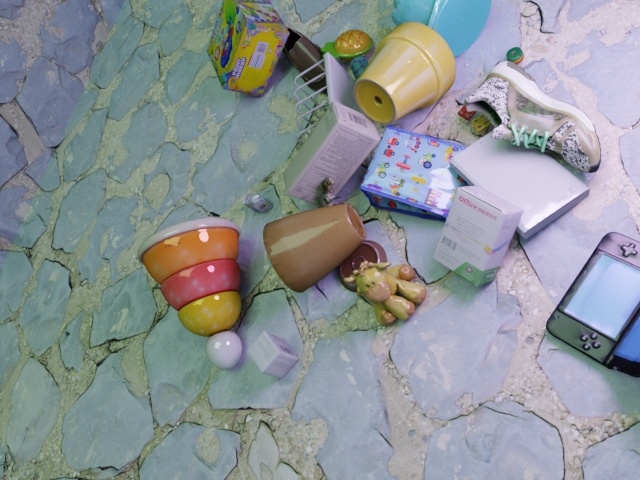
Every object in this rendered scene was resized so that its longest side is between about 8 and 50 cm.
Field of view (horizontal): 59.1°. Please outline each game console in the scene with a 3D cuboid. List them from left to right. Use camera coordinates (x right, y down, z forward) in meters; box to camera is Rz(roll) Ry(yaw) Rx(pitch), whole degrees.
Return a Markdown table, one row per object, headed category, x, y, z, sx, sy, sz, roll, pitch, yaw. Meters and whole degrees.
| category | x | y | z | sx | sy | sz | roll | pitch | yaw |
| --- | --- | --- | --- | --- | --- | --- | --- | --- | --- |
| game console | 0.659 | 0.122 | 1.224 | 0.250 | 0.173 | 0.293 | 34 | 89 | 39 |

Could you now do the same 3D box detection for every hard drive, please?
| category | x | y | z | sx | sy | sz | roll | pitch | yaw |
| --- | --- | --- | --- | --- | --- | --- | --- | --- | --- |
| hard drive | 0.519 | -0.169 | 1.499 | 0.203 | 0.040 | 0.307 | -34 | 55 | -3 |

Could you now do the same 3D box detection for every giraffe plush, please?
| category | x | y | z | sx | sy | sz | roll | pitch | yaw |
| --- | --- | --- | --- | --- | --- | --- | --- | --- | --- |
| giraffe plush | 0.164 | 0.119 | 1.539 | 0.210 | 0.170 | 0.181 | 42 | 95 | 29 |

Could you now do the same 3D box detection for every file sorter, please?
| category | x | y | z | sx | sy | sz | roll | pitch | yaw |
| --- | --- | --- | --- | --- | --- | --- | --- | --- | --- |
| file sorter | 0.024 | -0.437 | 1.885 | 0.173 | 0.193 | 0.277 | -23 | 54 | 29 |

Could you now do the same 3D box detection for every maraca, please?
| category | x | y | z | sx | sy | sz | roll | pitch | yaw |
| --- | --- | --- | --- | --- | --- | --- | --- | --- | --- |
| maraca | 0.094 | -0.689 | 2.008 | 0.186 | 0.099 | 0.127 | -14 | 49 | 2 |

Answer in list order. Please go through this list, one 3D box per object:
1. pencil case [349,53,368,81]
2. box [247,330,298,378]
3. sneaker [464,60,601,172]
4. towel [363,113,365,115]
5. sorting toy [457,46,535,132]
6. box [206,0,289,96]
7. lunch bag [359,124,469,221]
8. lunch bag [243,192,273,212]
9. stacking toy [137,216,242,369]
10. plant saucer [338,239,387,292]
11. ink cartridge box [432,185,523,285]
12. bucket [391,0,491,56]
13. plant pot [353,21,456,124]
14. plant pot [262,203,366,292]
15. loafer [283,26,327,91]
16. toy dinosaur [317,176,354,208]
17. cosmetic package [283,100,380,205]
| category | x | y | z | sx | sy | sz | roll | pitch | yaw |
| --- | --- | --- | --- | --- | --- | --- | --- | --- | --- |
| pencil case | 0.153 | -0.569 | 1.950 | 0.064 | 0.070 | 0.151 | 119 | 143 | -50 |
| box | -0.144 | 0.346 | 1.704 | 0.087 | 0.101 | 0.102 | -50 | 50 | 5 |
| sneaker | 0.535 | -0.288 | 1.467 | 0.182 | 0.158 | 0.410 | -35 | 58 | -7 |
| towel | 0.176 | -0.432 | 1.906 | 0.083 | 0.009 | 0.060 | -39 | 52 | 13 |
| sorting toy | 0.528 | -0.427 | 1.645 | 0.274 | 0.046 | 0.132 | -50 | 51 | 4 |
| box | -0.290 | -0.772 | 2.198 | 0.290 | 0.177 | 0.279 | -59 | 43 | 37 |
| lunch bag | 0.299 | -0.188 | 1.650 | 0.293 | 0.138 | 0.220 | 18 | 77 | 29 |
| lunch bag | -0.220 | -0.133 | 1.994 | 0.083 | 0.071 | 0.053 | -1 | 67 | 33 |
| stacking toy | -0.378 | 0.194 | 1.850 | 0.351 | 0.351 | 0.479 | -25 | 74 | 22 |
| plant saucer | 0.120 | 0.073 | 1.700 | 0.168 | 0.029 | 0.168 | -13 | 63 | 28 |
| ink cartridge box | 0.402 | -0.016 | 1.452 | 0.154 | 0.093 | 0.212 | 37 | 126 | 39 |
| bucket | 0.376 | -0.713 | 1.744 | 0.281 | 0.281 | 0.183 | -48 | 55 | 6 |
| plant pot | 0.235 | -0.478 | 1.687 | 0.254 | 0.254 | 0.239 | 25 | 61 | 39 |
| plant pot | 0.000 | 0.000 | 1.684 | 0.254 | 0.237 | 0.237 | -26 | 57 | 19 |
| loafer | -0.060 | -0.679 | 2.100 | 0.134 | 0.130 | 0.366 | -47 | 51 | 7 |
| toy dinosaur | 0.033 | -0.076 | 1.782 | 0.118 | 0.064 | 0.268 | 21 | 118 | 10 |
| cosmetic package | 0.028 | -0.259 | 1.755 | 0.309 | 0.160 | 0.113 | -49 | 36 | 35 |
